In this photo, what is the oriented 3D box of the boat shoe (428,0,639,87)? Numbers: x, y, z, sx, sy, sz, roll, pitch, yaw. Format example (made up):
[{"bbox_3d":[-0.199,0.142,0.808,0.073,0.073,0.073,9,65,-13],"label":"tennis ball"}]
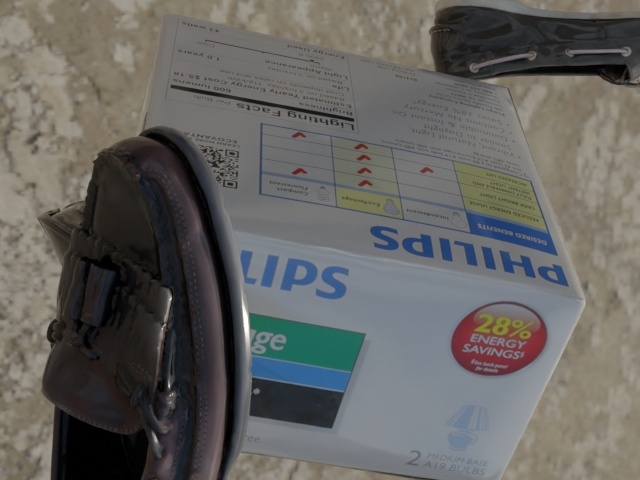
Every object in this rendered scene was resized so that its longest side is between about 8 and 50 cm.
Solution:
[{"bbox_3d":[0.283,-0.203,1.277,0.335,0.112,0.095,4,87,-6],"label":"boat shoe"}]

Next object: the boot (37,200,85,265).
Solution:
[{"bbox_3d":[-0.205,-0.044,1.335,0.229,0.263,0.091,-27,108,-12],"label":"boot"}]

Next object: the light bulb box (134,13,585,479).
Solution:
[{"bbox_3d":[0.000,0.000,1.030,0.358,0.361,0.225,11,124,-9],"label":"light bulb box"}]

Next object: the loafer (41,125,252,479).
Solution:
[{"bbox_3d":[-0.100,0.094,0.594,0.095,0.109,0.302,-17,122,-35],"label":"loafer"}]
